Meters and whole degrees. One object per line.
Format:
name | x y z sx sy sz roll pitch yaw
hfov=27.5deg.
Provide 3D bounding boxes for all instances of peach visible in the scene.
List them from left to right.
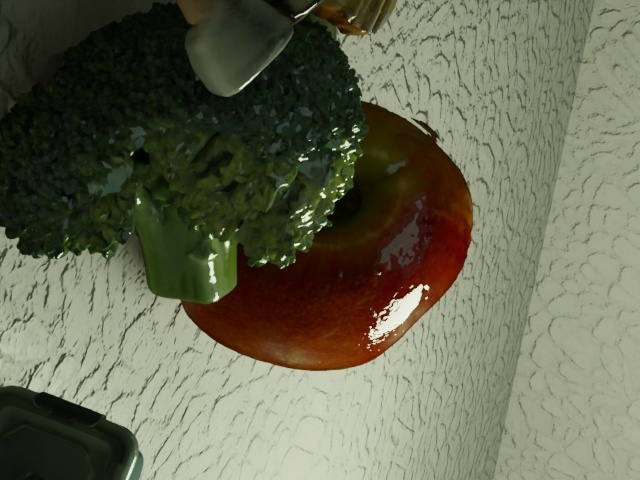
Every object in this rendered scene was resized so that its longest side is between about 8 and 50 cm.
peach | 0.002 0.002 1.514 0.372 0.290 0.372 -43 171 -9

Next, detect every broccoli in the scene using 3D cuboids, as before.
broccoli | -0.109 -0.063 1.195 0.375 0.249 0.302 -22 111 -30

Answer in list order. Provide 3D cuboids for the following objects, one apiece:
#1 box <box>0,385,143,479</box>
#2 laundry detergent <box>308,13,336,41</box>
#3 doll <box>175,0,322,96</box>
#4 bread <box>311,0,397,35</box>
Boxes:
box | -0.273 0.266 1.262 0.130 0.162 0.227 58 51 -76
laundry detergent | -0.062 -0.258 1.482 0.181 0.091 0.253 -63 156 -18
doll | -0.116 -0.320 1.009 0.348 0.161 0.423 -22 99 -38
bread | 0.016 -0.306 1.308 0.119 0.152 0.288 -53 -165 23
